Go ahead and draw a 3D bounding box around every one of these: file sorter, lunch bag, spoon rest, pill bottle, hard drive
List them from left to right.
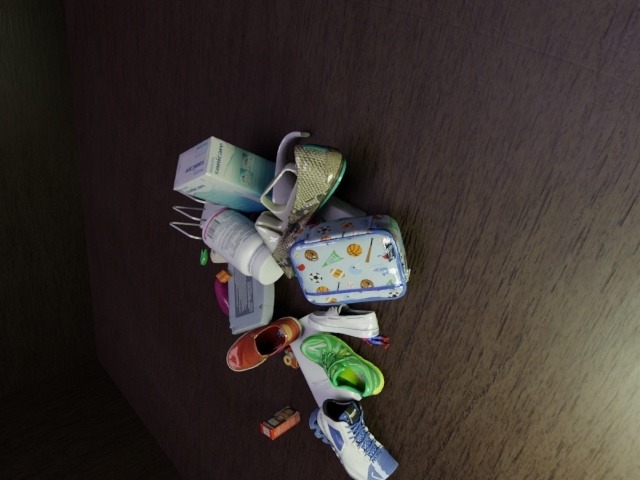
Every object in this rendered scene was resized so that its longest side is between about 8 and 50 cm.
[{"bbox_3d":[-0.411,-0.153,1.685,0.193,0.173,0.278,25,105,39],"label":"file sorter"},{"bbox_3d":[-0.248,0.018,1.559,0.283,0.160,0.160,34,126,28],"label":"pill bottle"},{"bbox_3d":[-0.095,-0.198,1.434,0.084,0.137,0.276,17,105,29],"label":"spoon rest"},{"bbox_3d":[-0.001,0.416,1.609,0.210,0.040,0.319,-35,78,47],"label":"hard drive"},{"bbox_3d":[0.085,0.063,1.235,0.303,0.115,0.243,-6,121,18],"label":"lunch bag"}]

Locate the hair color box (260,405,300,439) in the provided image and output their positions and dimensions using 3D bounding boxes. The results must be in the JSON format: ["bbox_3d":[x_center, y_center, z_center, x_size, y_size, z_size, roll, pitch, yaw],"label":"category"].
[{"bbox_3d":[-0.153,0.700,1.796,0.072,0.141,0.043,10,111,44],"label":"hair color box"}]

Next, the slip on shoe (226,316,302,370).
[{"bbox_3d":[-0.212,0.365,1.623,0.331,0.101,0.123,-31,82,25],"label":"slip on shoe"}]

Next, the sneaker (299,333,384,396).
[{"bbox_3d":[0.056,0.382,1.448,0.295,0.123,0.109,24,101,26],"label":"sneaker"}]

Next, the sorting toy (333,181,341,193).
[{"bbox_3d":[0.026,-0.186,1.385,0.083,0.012,0.062,50,139,17],"label":"sorting toy"}]

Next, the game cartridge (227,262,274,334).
[{"bbox_3d":[-0.252,0.173,1.680,0.198,0.062,0.297,-20,64,31],"label":"game cartridge"}]

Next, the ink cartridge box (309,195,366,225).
[{"bbox_3d":[0.000,0.000,1.441,0.261,0.066,0.296,32,125,34],"label":"ink cartridge box"}]

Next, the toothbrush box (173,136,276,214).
[{"bbox_3d":[-0.278,-0.193,1.478,0.216,0.295,0.126,-11,69,48],"label":"toothbrush box"}]

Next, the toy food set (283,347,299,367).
[{"bbox_3d":[-0.106,0.440,1.742,0.083,0.020,0.082,25,121,39],"label":"toy food set"}]

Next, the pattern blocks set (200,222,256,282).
[{"bbox_3d":[-0.348,0.012,1.752,0.325,0.026,0.285,-14,71,38],"label":"pattern blocks set"}]

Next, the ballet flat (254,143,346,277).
[{"bbox_3d":[-0.086,-0.082,1.317,0.483,0.182,0.164,115,165,-44],"label":"ballet flat"}]

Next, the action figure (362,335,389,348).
[{"bbox_3d":[0.154,0.298,1.415,0.115,0.030,0.038,7,114,47],"label":"action figure"}]

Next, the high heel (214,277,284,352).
[{"bbox_3d":[-0.259,0.263,1.754,0.377,0.127,0.181,47,148,5],"label":"high heel"}]

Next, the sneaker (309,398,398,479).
[{"bbox_3d":[0.103,0.615,1.470,0.315,0.127,0.182,36,136,22],"label":"sneaker"}]

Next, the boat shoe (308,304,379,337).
[{"bbox_3d":[0.068,0.236,1.447,0.258,0.095,0.084,1,101,35],"label":"boat shoe"}]
